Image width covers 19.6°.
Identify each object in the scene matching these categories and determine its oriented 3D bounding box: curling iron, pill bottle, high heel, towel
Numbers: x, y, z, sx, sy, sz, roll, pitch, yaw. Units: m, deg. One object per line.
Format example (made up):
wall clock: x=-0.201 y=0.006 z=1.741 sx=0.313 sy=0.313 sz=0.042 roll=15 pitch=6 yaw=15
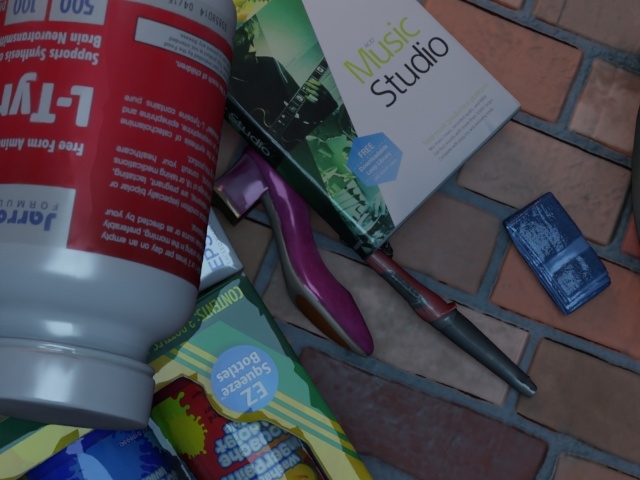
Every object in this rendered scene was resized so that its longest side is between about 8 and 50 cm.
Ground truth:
curling iron: x=0.123 y=0.063 z=1.900 sx=0.274 sy=0.035 sz=0.068 roll=42 pitch=40 yaw=-4
pill bottle: x=-0.212 y=-0.043 z=1.675 sx=0.229 sy=0.229 sz=0.407 roll=8 pitch=77 yaw=-4
high heel: x=0.000 y=0.000 z=1.894 sx=0.117 sy=0.082 sz=0.244 roll=-39 pitch=84 yaw=-16
towel: x=0.247 y=0.012 z=1.927 sx=0.067 sy=0.029 sz=0.119 roll=-35 pitch=88 yaw=-7

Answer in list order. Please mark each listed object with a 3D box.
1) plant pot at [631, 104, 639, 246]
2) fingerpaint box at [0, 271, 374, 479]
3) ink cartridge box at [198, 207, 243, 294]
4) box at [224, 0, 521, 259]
plant pot: x=0.435 y=-0.077 z=1.848 sx=0.247 sy=0.248 sz=0.252 roll=-15 pitch=64 yaw=-5
fingerpaint box: x=-0.167 y=0.303 z=1.801 sx=0.445 sy=0.163 sz=0.371 roll=-31 pitch=88 yaw=-6
ink cartridge box: x=-0.226 y=-0.017 z=1.885 sx=0.224 sy=0.045 sz=0.223 roll=-28 pitch=87 yaw=-6
box: x=0.014 y=-0.171 z=1.880 sx=0.322 sy=0.058 sz=0.232 roll=44 pitch=67 yaw=3
